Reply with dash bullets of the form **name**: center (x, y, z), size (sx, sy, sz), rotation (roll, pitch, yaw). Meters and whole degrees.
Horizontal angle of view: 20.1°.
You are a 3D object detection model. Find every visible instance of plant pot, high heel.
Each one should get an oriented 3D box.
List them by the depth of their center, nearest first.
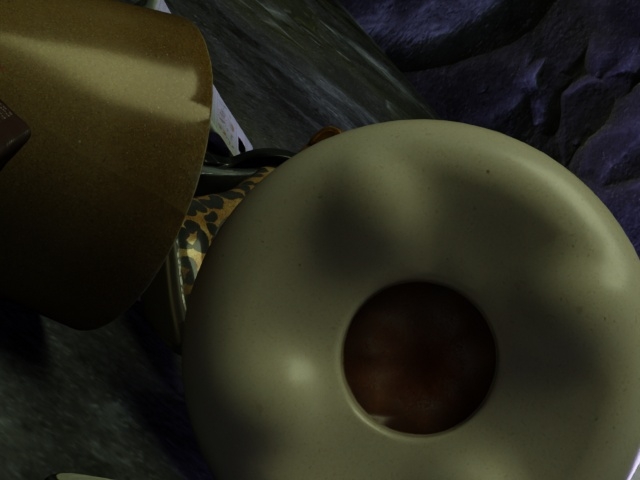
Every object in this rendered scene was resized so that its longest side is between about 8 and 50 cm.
- **plant pot**: center (-0.242, -0.086, 1.235), size (0.254, 0.237, 0.237), rotation (20, 24, -31)
- **high heel**: center (-0.058, 0.018, 1.534), size (0.186, 0.093, 0.261), rotation (11, 36, -20)

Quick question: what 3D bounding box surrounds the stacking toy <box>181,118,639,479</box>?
- **stacking toy**: center (0.084, 0.095, 1.514), size (0.350, 0.350, 0.480), rotation (45, 0, 4)

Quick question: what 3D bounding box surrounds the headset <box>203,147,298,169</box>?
- **headset**: center (0.000, 0.000, 1.752), size (0.394, 0.185, 0.243), rotation (8, 37, -52)

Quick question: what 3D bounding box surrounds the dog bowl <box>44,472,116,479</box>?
- **dog bowl**: center (0.048, 0.235, 0.850), size (0.408, 0.150, 0.408), rotation (16, -6, 2)

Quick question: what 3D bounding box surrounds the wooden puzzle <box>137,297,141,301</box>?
- **wooden puzzle**: center (-0.158, 0.035, 1.542), size (0.049, 0.006, 0.083), rotation (52, 14, 31)

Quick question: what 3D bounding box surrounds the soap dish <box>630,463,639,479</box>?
- **soap dish**: center (0.213, 0.215, 1.885), size (0.291, 0.118, 0.229), rotation (42, 13, -10)

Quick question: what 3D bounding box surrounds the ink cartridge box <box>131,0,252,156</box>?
- **ink cartridge box**: center (-0.161, -0.173, 2.173), size (0.232, 0.066, 0.189), rotation (63, 6, -18)

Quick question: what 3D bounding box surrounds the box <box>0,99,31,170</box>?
- **box**: center (-0.292, -0.044, 0.991), size (0.167, 0.168, 0.203), rotation (44, 11, -5)

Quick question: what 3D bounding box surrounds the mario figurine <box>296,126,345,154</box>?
- **mario figurine**: center (0.077, 0.018, 2.036), size (0.198, 0.170, 0.320), rotation (54, 0, 39)
